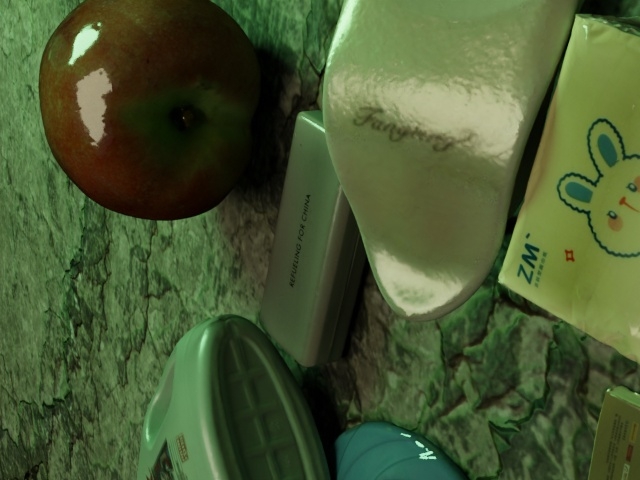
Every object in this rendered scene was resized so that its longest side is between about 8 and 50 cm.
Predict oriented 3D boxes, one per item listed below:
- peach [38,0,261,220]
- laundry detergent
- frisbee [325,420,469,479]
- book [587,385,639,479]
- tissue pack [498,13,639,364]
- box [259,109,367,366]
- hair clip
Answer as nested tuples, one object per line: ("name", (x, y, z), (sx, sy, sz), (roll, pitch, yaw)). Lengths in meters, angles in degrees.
("peach", (-0.184, -0.148, 0.991), (0.252, 0.252, 0.252), (14, 108, 51))
("laundry detergent", (-0.137, 0.259, 1.081), (0.398, 0.124, 0.264), (-44, 63, 57))
("frisbee", (0.069, 0.319, 0.886), (0.289, 0.049, 0.290), (14, 108, 52))
("book", (0.266, 0.199, 0.627), (0.198, 0.016, 0.139), (26, 116, 49))
("tissue pack", (0.210, -0.032, 0.594), (0.148, 0.092, 0.196), (34, 123, 43))
("box", (0.000, 0.000, 0.914), (0.103, 0.055, 0.244), (38, 125, 43))
("hair clip", (0.087, -0.080, 0.680), (0.172, 0.113, 0.282), (20, 133, 29))
